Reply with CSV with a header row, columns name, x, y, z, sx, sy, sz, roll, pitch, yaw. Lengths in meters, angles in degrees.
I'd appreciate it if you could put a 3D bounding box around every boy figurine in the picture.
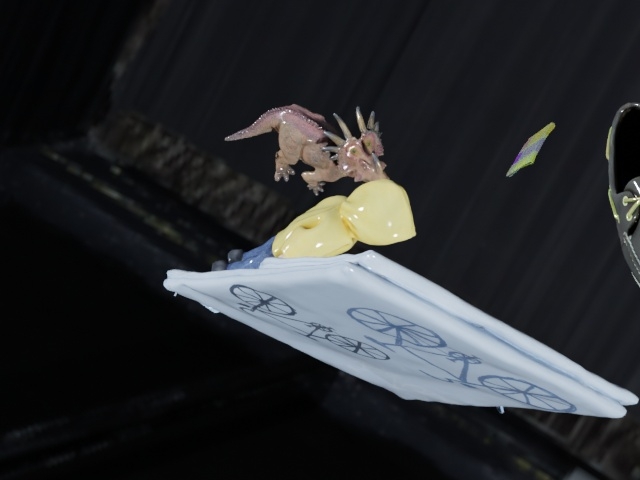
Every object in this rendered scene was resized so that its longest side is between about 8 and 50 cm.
name,x,y,z,sx,sy,sz,roll,pitch,yaw
boy figurine,0.000,0.000,1.927,0.092,0.285,0.177,64,-157,-6

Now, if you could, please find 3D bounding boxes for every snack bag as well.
name,x,y,z,sx,sy,sz,roll,pitch,yaw
snack bag,0.063,0.087,1.334,0.323,0.037,0.342,27,163,-27

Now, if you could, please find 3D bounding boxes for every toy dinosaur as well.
name,x,y,z,sx,sy,sz,roll,pitch,yaw
toy dinosaur,-0.006,-0.170,2.455,0.295,0.127,0.200,22,164,2

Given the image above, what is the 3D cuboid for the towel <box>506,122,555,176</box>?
name,x,y,z,sx,sy,sz,roll,pitch,yaw
towel,0.286,-0.123,1.982,0.009,0.060,0.083,41,-125,-9

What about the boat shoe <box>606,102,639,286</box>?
name,x,y,z,sx,sy,sz,roll,pitch,yaw
boat shoe,0.302,-0.037,1.340,0.069,0.081,0.228,47,-151,-32
